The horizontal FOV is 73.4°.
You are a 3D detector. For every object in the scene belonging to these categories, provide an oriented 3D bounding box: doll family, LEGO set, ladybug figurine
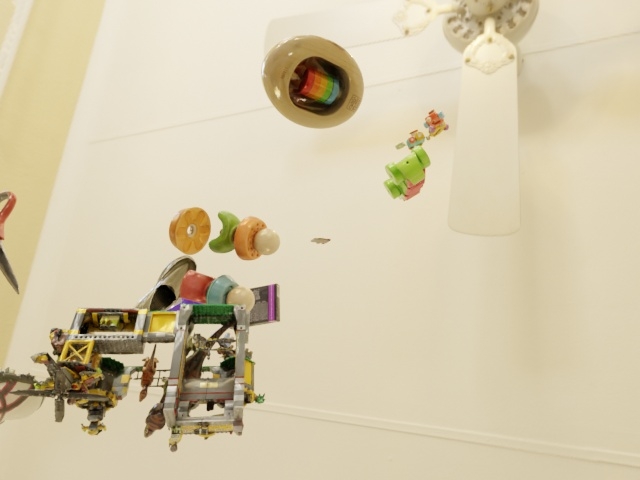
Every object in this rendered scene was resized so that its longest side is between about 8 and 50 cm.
[{"bbox_3d":[-0.296,0.403,1.489,0.193,0.111,0.076,36,-70,-3],"label":"doll family"},{"bbox_3d":[-0.232,0.228,0.618,0.192,0.331,0.255,-99,-157,-46],"label":"LEGO set"},{"bbox_3d":[-0.030,-0.571,1.553,0.162,0.449,0.305,45,-65,42],"label":"ladybug figurine"}]

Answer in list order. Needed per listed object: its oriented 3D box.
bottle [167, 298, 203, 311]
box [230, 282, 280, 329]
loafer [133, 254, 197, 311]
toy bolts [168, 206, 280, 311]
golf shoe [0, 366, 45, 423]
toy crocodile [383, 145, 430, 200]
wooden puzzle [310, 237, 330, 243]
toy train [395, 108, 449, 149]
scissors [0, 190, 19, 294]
[{"bbox_3d":[-0.499,0.232,1.487,0.283,0.118,0.092,-28,-107,30],"label":"bottle"},{"bbox_3d":[-0.200,0.199,1.292,0.162,0.029,0.116,-11,-119,14],"label":"box"},{"bbox_3d":[-0.431,0.143,1.240,0.087,0.094,0.251,-13,-143,42],"label":"loafer"},{"bbox_3d":[-0.203,0.046,0.914,0.158,0.218,0.228,12,-94,27],"label":"toy bolts"},{"bbox_3d":[-0.446,0.211,0.530,0.105,0.273,0.120,-1,-117,-4],"label":"golf shoe"},{"bbox_3d":[0.258,-0.178,1.253,0.115,0.340,0.105,-31,-103,1],"label":"toy crocodile"},{"bbox_3d":[0.000,0.000,1.302,0.049,0.083,0.006,6,-102,-17],"label":"wooden puzzle"},{"bbox_3d":[0.286,-0.314,1.200,0.166,0.125,0.046,-31,-109,44],"label":"toy train"},{"bbox_3d":[-0.579,0.013,0.753,0.109,0.021,0.297,-30,-126,-9],"label":"scissors"}]
